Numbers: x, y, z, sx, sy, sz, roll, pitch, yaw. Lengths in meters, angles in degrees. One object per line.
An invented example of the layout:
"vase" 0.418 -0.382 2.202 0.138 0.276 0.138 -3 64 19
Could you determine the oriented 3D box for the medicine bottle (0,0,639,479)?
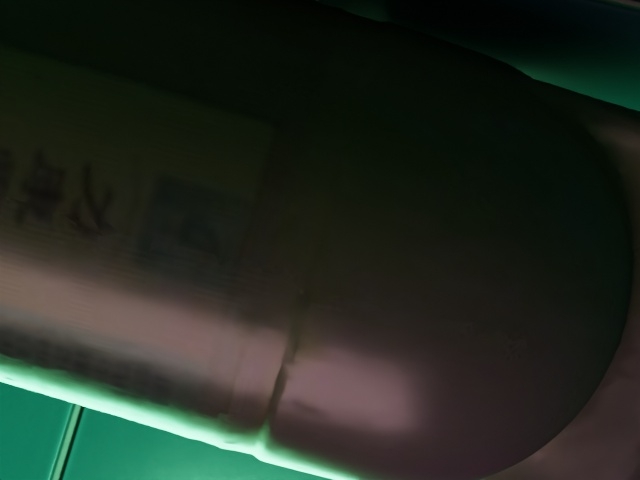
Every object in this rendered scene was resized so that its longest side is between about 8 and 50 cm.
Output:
"medicine bottle" 0.000 0.000 0.918 0.406 0.236 0.236 16 165 0
